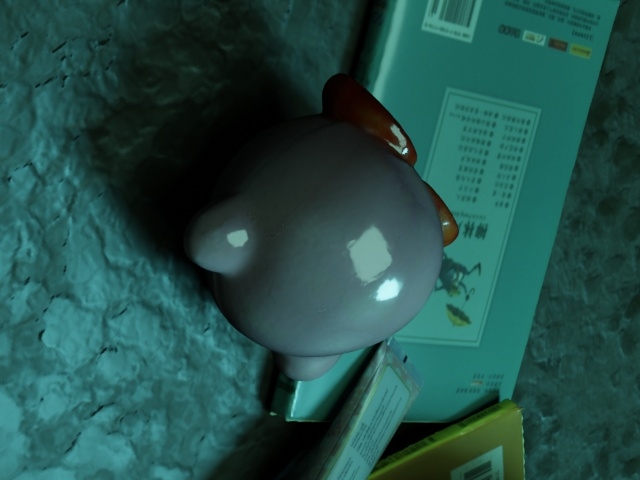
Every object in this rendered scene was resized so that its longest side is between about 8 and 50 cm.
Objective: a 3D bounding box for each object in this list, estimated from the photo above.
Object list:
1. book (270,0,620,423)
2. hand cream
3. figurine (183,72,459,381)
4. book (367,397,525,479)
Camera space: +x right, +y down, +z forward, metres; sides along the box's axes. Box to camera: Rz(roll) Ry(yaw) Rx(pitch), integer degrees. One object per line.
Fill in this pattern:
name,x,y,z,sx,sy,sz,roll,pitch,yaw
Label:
book,0.105,-0.034,1.310,0.264,0.031,0.379,10,98,-43
hand cream,0.014,0.169,1.254,0.210,0.043,0.067,-56,132,-24
figurine,0.000,0.000,1.136,0.173,0.173,0.173,-16,114,-38
book,0.026,0.307,1.343,0.374,0.028,0.263,-21,121,-32
